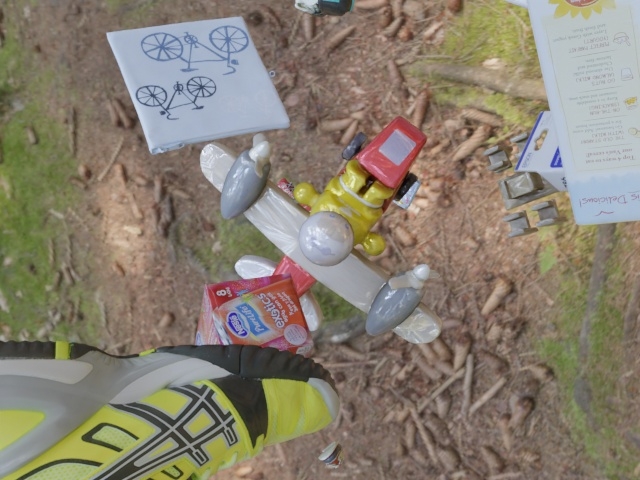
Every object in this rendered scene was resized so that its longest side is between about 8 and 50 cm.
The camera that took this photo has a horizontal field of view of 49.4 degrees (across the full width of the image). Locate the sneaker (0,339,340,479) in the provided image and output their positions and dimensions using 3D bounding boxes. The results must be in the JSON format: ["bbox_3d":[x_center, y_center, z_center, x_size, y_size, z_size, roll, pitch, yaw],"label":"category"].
[{"bbox_3d":[-0.143,0.169,0.579,0.145,0.385,0.147,-33,60,46],"label":"sneaker"}]

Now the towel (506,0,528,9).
[{"bbox_3d":[0.353,-0.516,1.154,0.329,0.037,0.237,33,119,25],"label":"towel"}]

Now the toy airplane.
[{"bbox_3d":[0.000,0.000,1.167,0.386,0.272,0.384,-5,98,7],"label":"toy airplane"}]

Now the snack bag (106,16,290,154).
[{"bbox_3d":[-0.255,-0.342,1.501,0.342,0.323,0.037,64,155,23],"label":"snack bag"}]

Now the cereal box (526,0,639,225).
[{"bbox_3d":[0.236,-0.121,0.452,0.173,0.047,0.240,-5,127,29],"label":"cereal box"}]

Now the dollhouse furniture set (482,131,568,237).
[{"bbox_3d":[0.532,-0.144,1.598,0.242,0.161,0.212,-23,79,41],"label":"dollhouse furniture set"}]

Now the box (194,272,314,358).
[{"bbox_3d":[-0.109,0.173,1.010,0.257,0.128,0.122,109,148,-48],"label":"box"}]

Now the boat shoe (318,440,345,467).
[{"bbox_3d":[0.027,0.427,1.378,0.049,0.137,0.043,-35,79,-6],"label":"boat shoe"}]

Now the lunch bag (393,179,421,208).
[{"bbox_3d":[0.194,-0.119,1.617,0.083,0.053,0.071,45,118,47],"label":"lunch bag"}]

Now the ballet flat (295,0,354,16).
[{"bbox_3d":[-0.004,-0.573,1.626,0.280,0.096,0.095,-133,44,-68],"label":"ballet flat"}]

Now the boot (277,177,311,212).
[{"bbox_3d":[-0.051,-0.124,2.006,0.244,0.088,0.176,-35,74,47],"label":"boot"}]

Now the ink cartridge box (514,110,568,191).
[{"bbox_3d":[0.526,-0.166,1.223,0.333,0.165,0.065,5,146,44],"label":"ink cartridge box"}]
